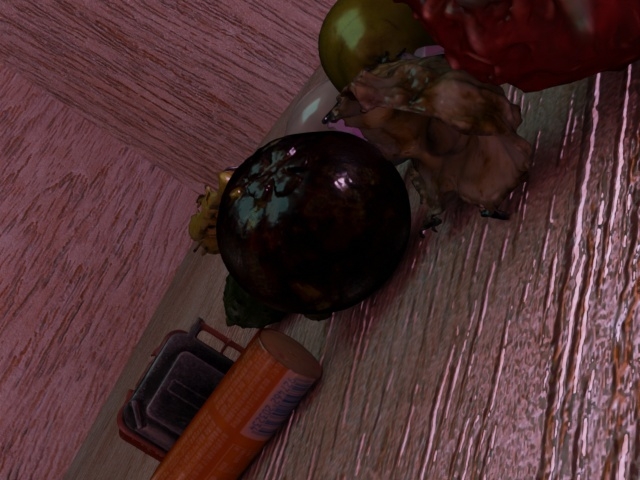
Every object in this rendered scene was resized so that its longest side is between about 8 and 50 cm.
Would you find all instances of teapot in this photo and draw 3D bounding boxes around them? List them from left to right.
[{"bbox_3d":[0.039,-0.197,1.848,0.204,0.139,0.298,-13,-35,-54],"label":"teapot"}]

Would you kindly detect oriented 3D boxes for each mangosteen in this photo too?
[{"bbox_3d":[0.000,0.000,1.293,0.231,0.231,0.289,-61,-28,-25],"label":"mangosteen"}]

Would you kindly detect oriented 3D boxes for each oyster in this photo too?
[{"bbox_3d":[0.119,-0.093,1.067,0.133,0.198,0.337,-52,-10,-7],"label":"oyster"}]

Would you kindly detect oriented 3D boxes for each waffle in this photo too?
[{"bbox_3d":[-0.075,-0.054,1.626,0.281,0.262,0.060,-19,61,13],"label":"waffle"}]

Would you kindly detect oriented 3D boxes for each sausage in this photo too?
[{"bbox_3d":[-0.122,0.249,1.306,0.312,0.093,0.093,-54,10,18],"label":"sausage"}]

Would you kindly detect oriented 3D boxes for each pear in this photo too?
[{"bbox_3d":[0.105,-0.300,1.656,0.212,0.212,0.269,-52,6,23],"label":"pear"}]

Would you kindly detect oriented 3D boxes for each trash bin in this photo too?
[{"bbox_3d":[-0.191,0.230,1.511,0.184,0.161,0.239,-60,7,-22],"label":"trash bin"}]

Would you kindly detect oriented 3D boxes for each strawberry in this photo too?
[{"bbox_3d":[0.231,-0.271,0.936,0.345,0.295,0.317,7,-78,-63],"label":"strawberry"}]

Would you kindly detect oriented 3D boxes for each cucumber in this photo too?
[{"bbox_3d":[-0.093,0.072,1.640,0.244,0.134,0.134,-50,11,51],"label":"cucumber"}]

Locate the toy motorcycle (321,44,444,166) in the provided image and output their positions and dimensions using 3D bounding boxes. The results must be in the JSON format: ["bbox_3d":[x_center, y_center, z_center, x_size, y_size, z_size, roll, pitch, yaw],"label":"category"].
[{"bbox_3d":[0.088,-0.160,1.434,0.327,0.143,0.188,-42,8,-15],"label":"toy motorcycle"}]
